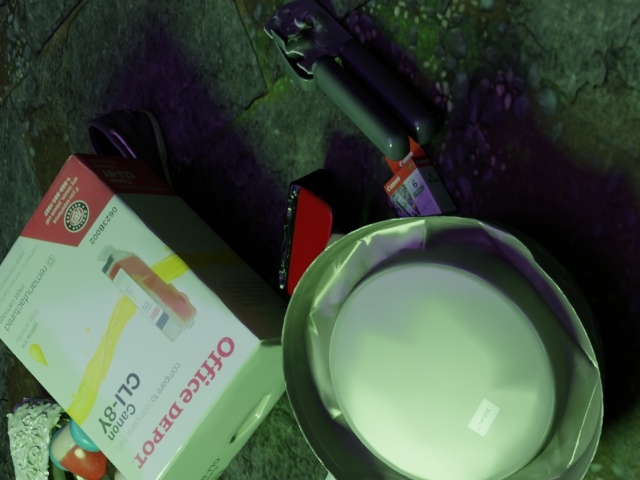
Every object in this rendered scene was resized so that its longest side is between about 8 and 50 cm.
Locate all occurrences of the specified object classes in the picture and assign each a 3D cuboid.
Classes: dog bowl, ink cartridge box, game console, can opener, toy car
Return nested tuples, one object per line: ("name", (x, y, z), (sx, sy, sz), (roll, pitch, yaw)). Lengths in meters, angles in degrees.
("dog bowl", (0.135, 0.130, 1.372), (0.348, 0.102, 0.349), (9, 110, 25))
("ink cartridge box", (0.105, -0.064, 1.509), (0.063, 0.029, 0.115), (-47, 62, 45))
("game console", (0.000, 0.000, 1.606), (0.085, 0.124, 0.144), (18, 114, 23))
("can opener", (0.033, -0.186, 1.557), (0.283, 0.076, 0.095), (49, 165, 32))
("ink cartridge box", (-0.236, 0.108, 1.751), (0.384, 0.160, 0.279), (43, 107, 22))
("toy car", (-0.257, 0.312, 1.966), (0.238, 0.210, 0.219), (44, 151, -2))

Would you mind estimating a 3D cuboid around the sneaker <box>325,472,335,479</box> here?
("sneaker", (0.058, 0.271, 1.625), (0.094, 0.080, 0.212), (23, 123, 33))

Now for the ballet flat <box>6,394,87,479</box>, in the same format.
("ballet flat", (-0.437, 0.461, 2.233), (0.147, 0.147, 0.409), (-15, 87, 51))

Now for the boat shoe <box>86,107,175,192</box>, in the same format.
("boat shoe", (-0.250, -0.034, 1.902), (0.112, 0.095, 0.335), (-37, 70, 49))

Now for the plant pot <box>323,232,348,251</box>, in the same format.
("plant pot", (0.053, 0.044, 1.526), (0.109, 0.109, 0.096), (4, 85, 22))
